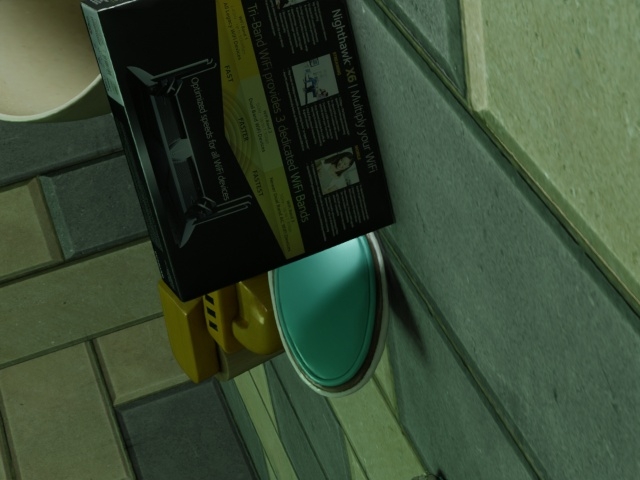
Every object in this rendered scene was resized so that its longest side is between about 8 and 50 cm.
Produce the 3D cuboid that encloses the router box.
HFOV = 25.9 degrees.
[{"bbox_3d":[-0.077,-0.123,1.396,0.081,0.243,0.309,-143,37,-63],"label":"router box"}]

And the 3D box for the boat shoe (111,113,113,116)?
[{"bbox_3d":[-0.253,-0.251,2.032,0.367,0.136,0.156,75,177,-62],"label":"boat shoe"}]

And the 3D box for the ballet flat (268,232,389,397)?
[{"bbox_3d":[0.000,0.000,1.612,0.139,0.139,0.400,94,160,-64],"label":"ballet flat"}]

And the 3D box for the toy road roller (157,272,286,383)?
[{"bbox_3d":[-0.074,0.076,1.816,0.240,0.202,0.329,45,151,39],"label":"toy road roller"}]

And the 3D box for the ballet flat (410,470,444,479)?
[{"bbox_3d":[0.114,0.357,1.689,0.241,0.077,0.091,83,166,-49],"label":"ballet flat"}]

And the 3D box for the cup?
[{"bbox_3d":[-0.279,-0.289,1.715,0.237,0.331,0.331,12,-127,-60],"label":"cup"}]
